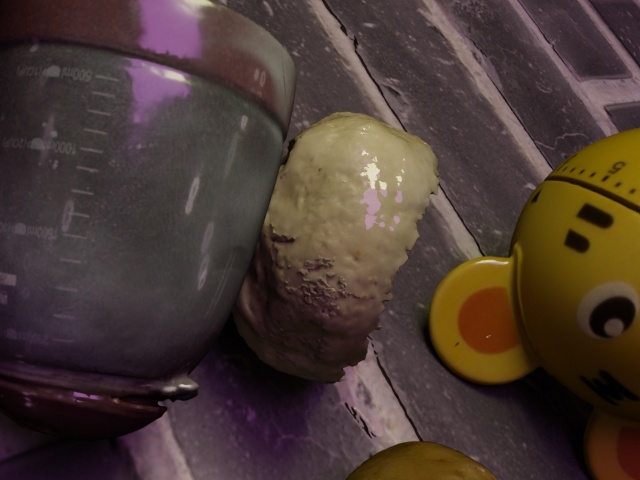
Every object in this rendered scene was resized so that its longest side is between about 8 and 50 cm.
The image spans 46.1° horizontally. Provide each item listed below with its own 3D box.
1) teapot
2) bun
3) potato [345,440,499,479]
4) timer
[{"bbox_3d":[-0.200,-0.016,0.575,0.315,0.233,0.312,9,79,9],"label":"teapot"},{"bbox_3d":[0.000,0.000,0.700,0.152,0.259,0.259,26,47,-1],"label":"bun"},{"bbox_3d":[0.089,0.245,0.643,0.204,0.178,0.158,5,34,1],"label":"potato"},{"bbox_3d":[0.360,0.073,0.848,0.376,0.376,0.387,40,89,-1],"label":"timer"}]
